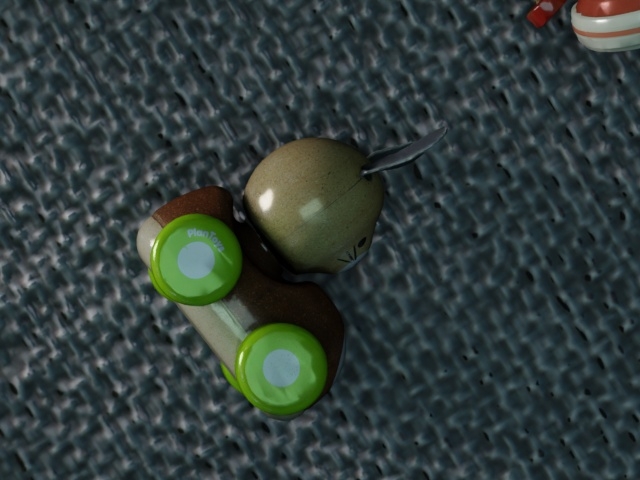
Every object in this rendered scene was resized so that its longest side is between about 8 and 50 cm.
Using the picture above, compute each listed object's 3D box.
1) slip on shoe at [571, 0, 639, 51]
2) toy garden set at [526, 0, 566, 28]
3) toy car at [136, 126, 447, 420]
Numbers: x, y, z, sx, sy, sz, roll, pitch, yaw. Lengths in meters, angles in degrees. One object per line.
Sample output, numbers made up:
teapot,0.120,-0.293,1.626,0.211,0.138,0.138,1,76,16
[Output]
slip on shoe,0.263,-0.235,0.928,0.331,0.123,0.101,-44,109,0
toy garden set,0.117,-0.255,0.920,0.204,0.049,0.244,43,135,-5
toy car,0.000,0.000,0.966,0.188,0.155,0.149,-38,93,-6
